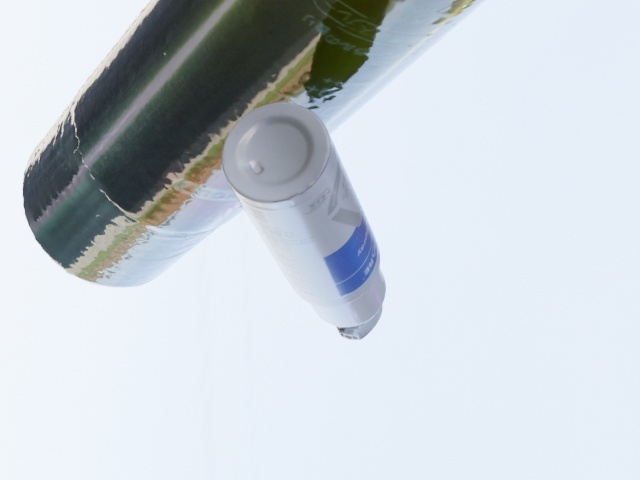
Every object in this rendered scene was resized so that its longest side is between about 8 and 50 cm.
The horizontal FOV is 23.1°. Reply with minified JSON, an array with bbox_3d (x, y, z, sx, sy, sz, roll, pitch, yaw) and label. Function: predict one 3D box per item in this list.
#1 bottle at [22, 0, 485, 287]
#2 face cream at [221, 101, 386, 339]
[{"bbox_3d":[-0.028,-0.064,0.567,0.286,0.082,0.082,-37,-129,55],"label":"bottle"},{"bbox_3d":[0.000,0.000,0.513,0.130,0.034,0.034,64,18,-63],"label":"face cream"}]
